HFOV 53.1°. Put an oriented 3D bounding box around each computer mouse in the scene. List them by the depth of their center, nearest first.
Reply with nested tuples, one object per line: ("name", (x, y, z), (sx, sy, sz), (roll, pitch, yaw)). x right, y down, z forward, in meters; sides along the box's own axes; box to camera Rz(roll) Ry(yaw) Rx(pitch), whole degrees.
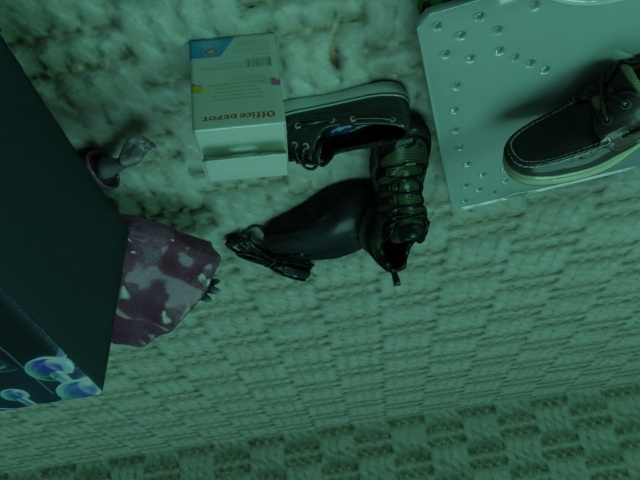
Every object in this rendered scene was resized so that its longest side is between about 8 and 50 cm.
("computer mouse", (0.000, 0.000, 1.004), (0.272, 0.072, 0.189), (-30, 143, 34))

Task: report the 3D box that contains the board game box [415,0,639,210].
("board game box", (0.327, -0.192, 0.761), (0.390, 0.050, 0.390), (-13, 150, 11))

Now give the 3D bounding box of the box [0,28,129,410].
("box", (-0.417, 0.008, 0.549), (0.396, 0.211, 0.293), (-11, 139, 5))

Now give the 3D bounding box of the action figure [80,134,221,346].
("action figure", (-0.311, -0.016, 0.860), (0.276, 0.248, 0.370), (24, 163, 46))

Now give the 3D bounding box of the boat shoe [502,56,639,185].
("boat shoe", (0.333, -0.150, 0.692), (0.286, 0.102, 0.092), (-19, 144, 13))

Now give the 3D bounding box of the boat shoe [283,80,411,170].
("boat shoe", (0.000, -0.124, 0.779), (0.229, 0.076, 0.080), (-12, 150, 7))

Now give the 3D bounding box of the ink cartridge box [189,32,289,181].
("ink cartridge box", (-0.084, -0.132, 0.675), (0.092, 0.143, 0.090), (-6, 151, -3))

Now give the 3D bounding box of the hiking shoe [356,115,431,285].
("hiking shoe", (0.115, -0.051, 0.852), (0.086, 0.114, 0.226), (-9, 130, -21))

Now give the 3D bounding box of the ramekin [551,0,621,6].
("ramekin", (0.232, -0.298, 0.490), (0.207, 0.108, 0.207), (-6, 150, -4))
